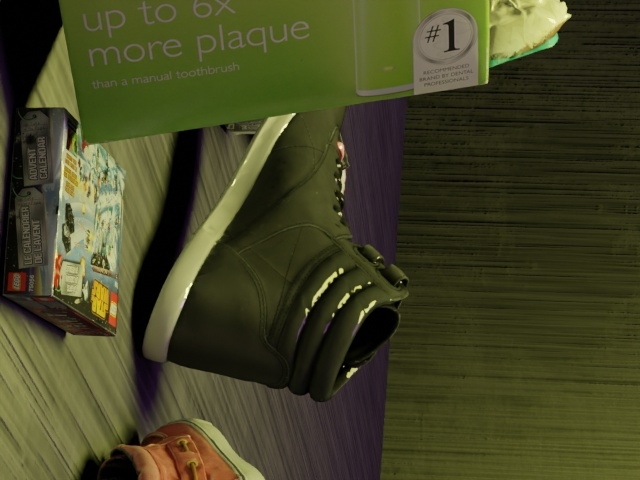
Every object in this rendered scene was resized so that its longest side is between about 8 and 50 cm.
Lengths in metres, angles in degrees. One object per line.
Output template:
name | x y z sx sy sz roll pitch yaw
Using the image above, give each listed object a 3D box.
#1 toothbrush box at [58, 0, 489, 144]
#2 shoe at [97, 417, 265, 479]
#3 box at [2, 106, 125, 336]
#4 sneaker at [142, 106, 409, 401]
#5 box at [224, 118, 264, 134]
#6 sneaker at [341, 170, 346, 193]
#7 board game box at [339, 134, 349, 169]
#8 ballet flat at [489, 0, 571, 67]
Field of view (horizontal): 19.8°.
toothbrush box | -0.033 -0.202 0.853 0.122 0.206 0.283 -106 -171 -50
shoe | -0.098 0.141 1.103 0.178 0.081 0.063 18 -86 67
box | -0.129 -0.006 0.940 0.137 0.027 0.094 60 31 -77
sneaker | 0.000 0.000 1.265 0.104 0.147 0.296 110 6 -46
box | -0.049 -0.222 1.347 0.307 0.076 0.242 46 46 -80
sneaker | -0.022 -0.105 1.716 0.077 0.072 0.178 44 39 -65
board game box | -0.020 -0.139 1.587 0.126 0.026 0.186 62 -2 16
ballet flat | 0.050 -0.222 1.506 0.409 0.147 0.147 -159 -113 -63
